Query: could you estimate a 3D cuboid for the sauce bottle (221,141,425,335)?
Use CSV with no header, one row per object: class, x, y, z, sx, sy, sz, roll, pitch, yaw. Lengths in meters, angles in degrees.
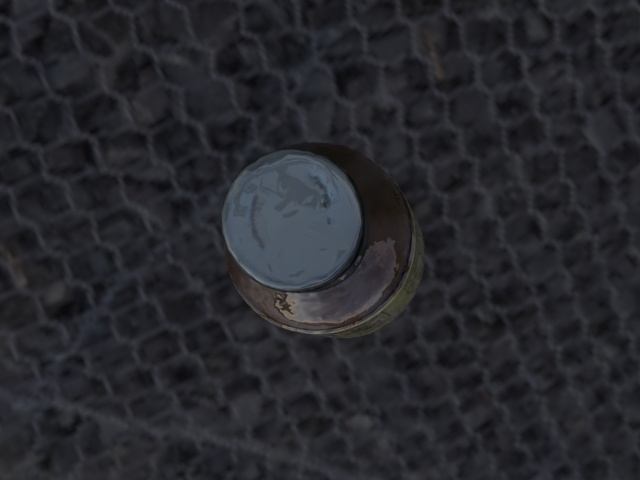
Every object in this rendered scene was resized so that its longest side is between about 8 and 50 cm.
sauce bottle,0.000,0.000,1.039,0.111,0.111,0.344,-35,172,3
